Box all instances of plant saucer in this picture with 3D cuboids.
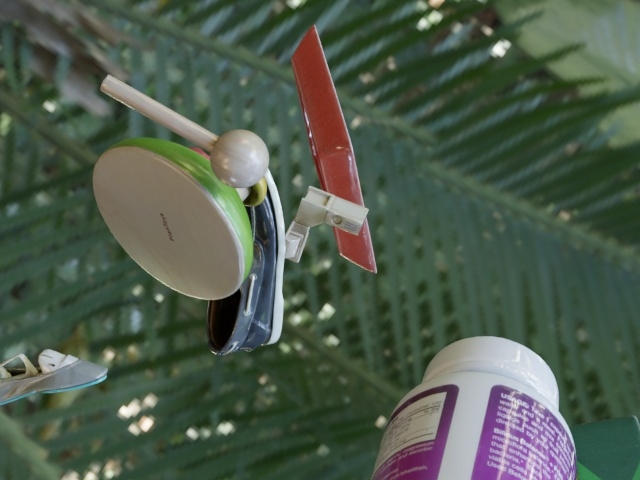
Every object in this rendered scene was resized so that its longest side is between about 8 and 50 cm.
[{"bbox_3d":[0.014,-0.121,1.970,0.258,0.048,0.259,77,-1,-48],"label":"plant saucer"}]

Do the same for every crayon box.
[{"bbox_3d":[0.299,0.341,1.325,0.318,0.081,0.202,-94,173,-58],"label":"crayon box"}]

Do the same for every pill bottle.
[{"bbox_3d":[0.123,0.215,1.177,0.169,0.169,0.301,-55,-173,34],"label":"pill bottle"}]

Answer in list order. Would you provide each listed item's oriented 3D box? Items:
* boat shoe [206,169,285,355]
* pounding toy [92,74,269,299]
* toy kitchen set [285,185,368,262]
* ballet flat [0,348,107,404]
[{"bbox_3d":[-0.086,0.014,1.516,0.079,0.084,0.233,-12,117,-28],"label":"boat shoe"},{"bbox_3d":[-0.115,-0.062,1.368,0.110,0.183,0.237,-47,162,-35],"label":"pounding toy"},{"bbox_3d":[0.000,0.000,1.598,0.068,0.075,0.083,-63,173,-54],"label":"toy kitchen set"},{"bbox_3d":[-0.420,0.197,2.116,0.213,0.068,0.072,-14,-170,19],"label":"ballet flat"}]
